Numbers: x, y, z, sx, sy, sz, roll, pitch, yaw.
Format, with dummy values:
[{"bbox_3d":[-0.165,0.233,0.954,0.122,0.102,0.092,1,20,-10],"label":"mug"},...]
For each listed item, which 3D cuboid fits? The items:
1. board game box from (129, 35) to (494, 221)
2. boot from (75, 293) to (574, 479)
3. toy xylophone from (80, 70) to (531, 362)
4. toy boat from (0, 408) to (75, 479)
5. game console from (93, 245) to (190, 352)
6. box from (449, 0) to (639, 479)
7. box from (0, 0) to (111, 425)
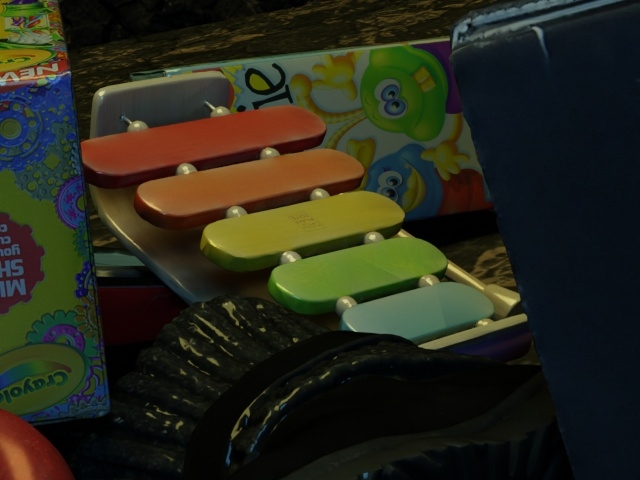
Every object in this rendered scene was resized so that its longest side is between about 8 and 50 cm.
[{"bbox_3d":[0.003,-0.081,1.506,0.275,0.142,0.144,-8,6,-16],"label":"board game box"},{"bbox_3d":[-0.027,0.119,0.855,0.260,0.131,0.348,8,12,34],"label":"boot"},{"bbox_3d":[0.000,0.000,1.193,0.322,0.081,0.236,34,33,26],"label":"toy xylophone"},{"bbox_3d":[-0.214,0.141,0.800,0.231,0.151,0.151,-12,-26,2],"label":"toy boat"},{"bbox_3d":[-0.203,0.027,1.346,0.342,0.060,0.386,-6,8,-43],"label":"game console"},{"bbox_3d":[0.393,-0.061,0.831,0.471,0.297,0.480,-9,13,35],"label":"box"},{"bbox_3d":[-0.268,-0.021,0.981,0.290,0.177,0.279,-7,20,-9],"label":"box"}]
